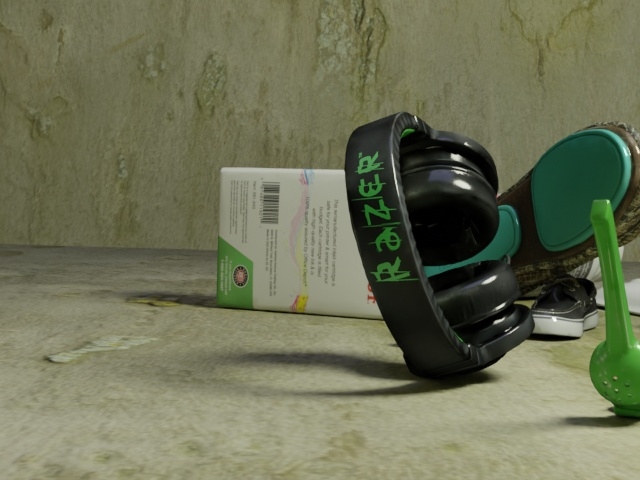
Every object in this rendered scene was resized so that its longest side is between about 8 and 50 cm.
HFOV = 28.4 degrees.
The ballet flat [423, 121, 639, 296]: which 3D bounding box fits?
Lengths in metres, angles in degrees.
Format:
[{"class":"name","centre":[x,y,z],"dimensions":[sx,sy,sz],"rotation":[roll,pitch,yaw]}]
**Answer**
[{"class":"ballet flat","centre":[0.316,-0.020,1.677],"dimensions":[0.182,0.164,0.483],"rotation":[6,-25,-28]}]

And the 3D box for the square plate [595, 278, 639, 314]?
[{"class":"square plate","centre":[0.631,0.091,1.908],"dimensions":[0.347,0.049,0.344],"rotation":[1,3,-18]}]

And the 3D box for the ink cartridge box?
[{"class":"ink cartridge box","centre":[0.000,0.000,1.796],"dimensions":[0.278,0.201,0.117],"rotation":[3,3,26]}]

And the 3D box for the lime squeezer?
[{"class":"lime squeezer","centre":[0.255,0.095,1.021],"dimensions":[0.059,0.110,0.310],"rotation":[-15,-36,24]}]

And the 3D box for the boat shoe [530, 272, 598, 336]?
[{"class":"boat shoe","centre":[0.310,0.079,1.611],"dimensions":[0.080,0.076,0.228],"rotation":[3,2,28]}]

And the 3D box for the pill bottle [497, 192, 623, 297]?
[{"class":"pill bottle","centre":[0.362,0.009,2.143],"dimensions":[0.319,0.176,0.176],"rotation":[0,3,-38]}]

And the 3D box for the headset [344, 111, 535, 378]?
[{"class":"headset","centre":[0.101,0.028,1.242],"dimensions":[0.185,0.243,0.394],"rotation":[-18,-20,21]}]
